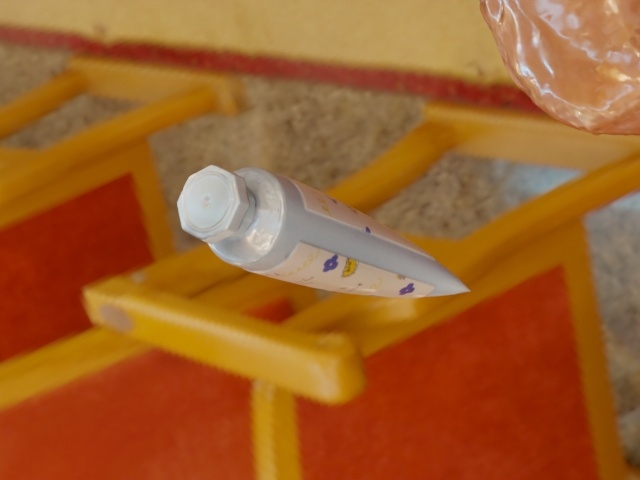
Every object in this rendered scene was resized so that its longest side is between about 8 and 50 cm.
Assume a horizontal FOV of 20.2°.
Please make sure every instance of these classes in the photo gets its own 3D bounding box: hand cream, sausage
[{"bbox_3d":[0.000,0.000,0.796,0.065,0.170,0.043,16,89,35],"label":"hand cream"},{"bbox_3d":[0.062,-0.184,0.564,0.079,0.087,0.327,76,-174,-75],"label":"sausage"}]
